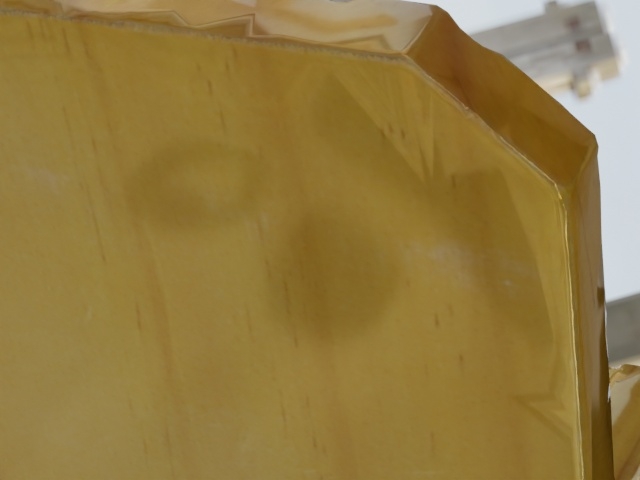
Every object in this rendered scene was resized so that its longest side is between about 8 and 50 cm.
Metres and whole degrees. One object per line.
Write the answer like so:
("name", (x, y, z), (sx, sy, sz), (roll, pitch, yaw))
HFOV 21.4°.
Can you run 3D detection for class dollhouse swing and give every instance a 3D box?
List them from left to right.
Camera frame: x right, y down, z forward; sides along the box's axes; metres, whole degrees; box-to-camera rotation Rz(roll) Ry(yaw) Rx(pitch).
("dollhouse swing", (0.000, 0.000, 0.667), (0.315, 0.346, 0.305), (-44, 137, -53))
